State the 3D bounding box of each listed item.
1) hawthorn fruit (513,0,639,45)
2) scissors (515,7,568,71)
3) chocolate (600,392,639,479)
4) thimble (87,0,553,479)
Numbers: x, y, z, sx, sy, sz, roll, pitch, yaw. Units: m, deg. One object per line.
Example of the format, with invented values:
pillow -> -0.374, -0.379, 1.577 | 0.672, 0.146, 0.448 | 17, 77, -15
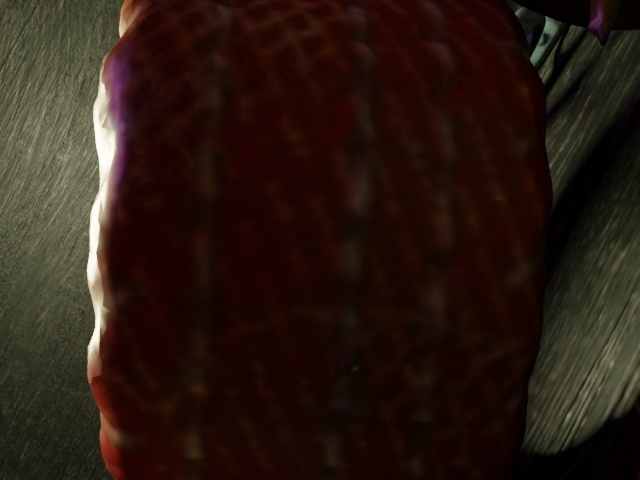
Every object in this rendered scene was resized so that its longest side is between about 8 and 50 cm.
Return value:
hawthorn fruit -> 0.170, -0.224, 0.433 | 0.277, 0.276, 0.298 | 131, 153, -68
scissors -> 0.144, -0.084, 0.836 | 0.256, 0.029, 0.384 | -40, -18, -52
chocolate -> 0.161, 0.053, 0.345 | 0.086, 0.028, 0.183 | -109, 44, -86
thimble -> 0.000, 0.000, 0.524 | 0.350, 0.230, 0.351 | -177, 90, -88
